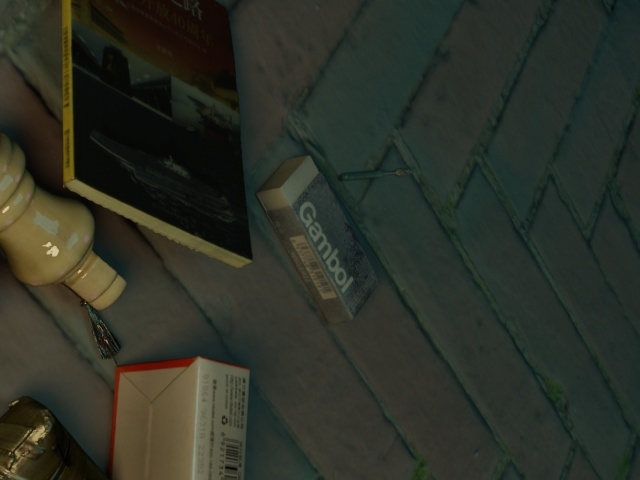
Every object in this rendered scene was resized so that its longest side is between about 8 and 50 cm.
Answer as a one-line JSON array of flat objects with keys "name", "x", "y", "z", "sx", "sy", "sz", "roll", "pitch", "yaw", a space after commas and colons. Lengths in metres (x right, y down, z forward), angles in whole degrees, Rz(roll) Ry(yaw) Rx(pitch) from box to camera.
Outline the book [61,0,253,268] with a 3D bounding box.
[{"name": "book", "x": -0.184, "y": -0.172, "z": 1.382, "sx": 0.263, "sy": 0.028, "sz": 0.373, "roll": 27, "pitch": 46, "yaw": -44}]

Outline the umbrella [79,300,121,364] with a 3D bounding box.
[{"name": "umbrella", "x": -0.235, "y": 0.097, "z": 1.333, "sx": 0.031, "sy": 0.020, "sz": 0.083, "roll": -44, "pitch": 111, "yaw": -48}]

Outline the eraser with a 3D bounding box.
[{"name": "eraser", "x": 0.000, "y": 0.000, "z": 1.630, "sx": 0.212, "sy": 0.046, "sz": 0.092, "roll": 61, "pitch": 42, "yaw": -22}]

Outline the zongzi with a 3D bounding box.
[{"name": "zongzi", "x": -0.291, "y": 0.267, "z": 1.198, "sx": 0.178, "sy": 0.081, "sz": 0.189, "roll": -48, "pitch": 135, "yaw": -22}]

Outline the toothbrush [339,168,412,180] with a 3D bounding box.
[{"name": "toothbrush", "x": 0.081, "y": -0.095, "z": 1.781, "sx": 0.167, "sy": 0.014, "sz": 0.011, "roll": -8, "pitch": 97, "yaw": -52}]

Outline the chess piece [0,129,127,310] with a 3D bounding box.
[{"name": "chess piece", "x": -0.325, "y": -0.059, "z": 1.184, "sx": 0.397, "sy": 0.117, "sz": 0.117, "roll": 45, "pitch": 49, "yaw": -38}]

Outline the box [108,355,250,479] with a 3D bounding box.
[{"name": "box", "x": -0.148, "y": 0.221, "z": 1.321, "sx": 0.099, "sy": 0.133, "sz": 0.182, "roll": 19, "pitch": 65, "yaw": -47}]
